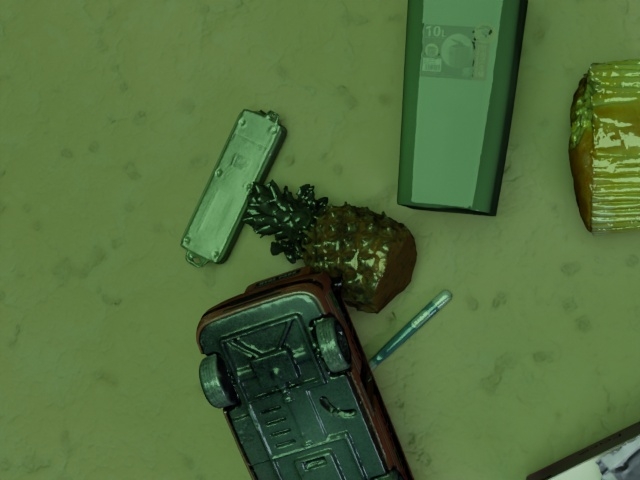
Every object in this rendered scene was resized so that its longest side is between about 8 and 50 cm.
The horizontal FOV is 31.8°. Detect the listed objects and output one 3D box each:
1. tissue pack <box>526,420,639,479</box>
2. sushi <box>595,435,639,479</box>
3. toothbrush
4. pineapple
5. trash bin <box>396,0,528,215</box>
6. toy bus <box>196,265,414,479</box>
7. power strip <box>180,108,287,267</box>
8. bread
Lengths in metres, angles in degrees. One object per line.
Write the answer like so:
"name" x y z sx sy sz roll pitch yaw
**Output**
"tissue pack" 0.416 0.330 1.592 0.246 0.148 0.092 -29 81 7
"sushi" 0.568 0.365 1.489 0.320 0.069 0.339 -26 110 -5
"toothbrush" 0.097 0.173 1.727 0.276 0.025 0.019 -44 79 7
"pineapple" 0.000 0.000 1.700 0.279 0.158 0.157 24 92 22
"trash bin" 0.207 -0.210 1.626 0.158 0.223 0.343 4 89 12
"toy bus" -0.005 0.250 1.590 0.203 0.233 0.427 -18 105 11
"power strip" -0.138 -0.083 1.777 0.078 0.052 0.272 26 94 12
"bread" 0.422 -0.133 1.597 0.133 0.179 0.250 -2 87 16
